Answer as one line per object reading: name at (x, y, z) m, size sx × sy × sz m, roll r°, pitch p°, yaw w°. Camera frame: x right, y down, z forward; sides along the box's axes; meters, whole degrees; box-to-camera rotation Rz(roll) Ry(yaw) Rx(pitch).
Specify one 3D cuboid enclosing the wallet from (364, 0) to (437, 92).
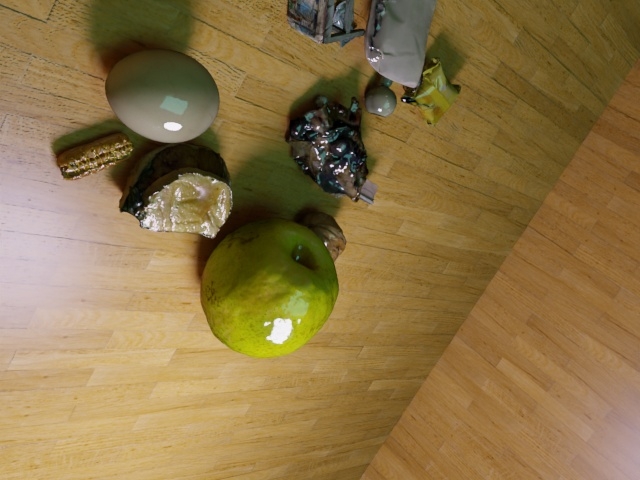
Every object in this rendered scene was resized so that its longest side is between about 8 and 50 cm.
wallet at (0.215, -0.568, 1.884) m, size 0.274 × 0.068 × 0.336 m, roll -2°, pitch 107°, yaw -51°

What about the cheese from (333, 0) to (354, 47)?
cheese at (0.061, -0.544, 1.796) m, size 0.067 × 0.026 × 0.121 m, roll -40°, pitch 146°, yaw -14°

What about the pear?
pear at (-0.149, 0.137, 1.939) m, size 0.391 × 0.391 × 0.391 m, roll -30°, pitch 142°, yaw -27°

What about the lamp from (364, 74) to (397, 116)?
lamp at (0.181, -0.429, 2.008) m, size 0.091 × 0.091 × 0.163 m, roll 8°, pitch 101°, yaw -52°

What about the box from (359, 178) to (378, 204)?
box at (0.115, -0.163, 2.180) m, size 0.122 × 0.089 × 0.062 m, roll 27°, pitch 91°, yaw -56°

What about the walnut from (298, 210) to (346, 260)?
walnut at (0.000, 0.000, 2.146) m, size 0.155 × 0.155 × 0.184 m, roll -47°, pitch 148°, yaw -5°

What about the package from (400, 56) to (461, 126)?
package at (0.334, -0.439, 2.159) m, size 0.168 × 0.090 × 0.226 m, roll -51°, pitch 144°, yaw 6°

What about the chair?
chair at (-0.029, -0.525, 1.611) m, size 0.270 × 0.136 × 0.147 m, roll -24°, pitch 137°, yaw -36°

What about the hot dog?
hot dog at (-0.472, -0.178, 1.519) m, size 0.165 × 0.045 × 0.071 m, roll -27°, pitch 138°, yaw -29°

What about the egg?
egg at (-0.317, -0.293, 1.459) m, size 0.241 × 0.186 × 0.186 m, roll 5°, pitch 119°, yaw -49°

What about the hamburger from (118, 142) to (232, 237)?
hamburger at (-0.318, -0.124, 1.670) m, size 0.308 × 0.132 × 0.211 m, roll 11°, pitch 113°, yaw -53°

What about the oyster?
oyster at (0.031, -0.217, 1.969) m, size 0.221 × 0.096 × 0.361 m, roll -17°, pitch 134°, yaw -5°

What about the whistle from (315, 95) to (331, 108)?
whistle at (0.015, -0.357, 1.919) m, size 0.035 × 0.035 × 0.100 m, roll -52°, pitch 148°, yaw 3°
